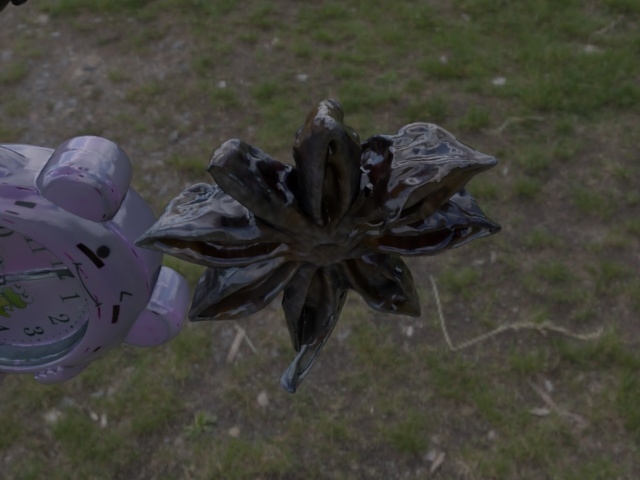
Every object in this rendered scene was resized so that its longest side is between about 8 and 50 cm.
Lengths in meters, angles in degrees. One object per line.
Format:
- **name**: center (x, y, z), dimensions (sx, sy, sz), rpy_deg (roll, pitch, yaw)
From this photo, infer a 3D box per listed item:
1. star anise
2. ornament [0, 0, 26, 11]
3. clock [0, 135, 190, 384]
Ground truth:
- **star anise**: center (-0.001, 0.000, 0.566), dimensions (0.230, 0.262, 0.081), rpy_deg (-7, 53, -14)
- **ornament**: center (-0.317, -0.192, 0.720), dimensions (0.166, 0.153, 0.196), rpy_deg (21, 49, 21)
- **clock**: center (-0.320, 0.027, 0.935), dimensions (0.322, 0.295, 0.113), rpy_deg (-9, 37, 12)
